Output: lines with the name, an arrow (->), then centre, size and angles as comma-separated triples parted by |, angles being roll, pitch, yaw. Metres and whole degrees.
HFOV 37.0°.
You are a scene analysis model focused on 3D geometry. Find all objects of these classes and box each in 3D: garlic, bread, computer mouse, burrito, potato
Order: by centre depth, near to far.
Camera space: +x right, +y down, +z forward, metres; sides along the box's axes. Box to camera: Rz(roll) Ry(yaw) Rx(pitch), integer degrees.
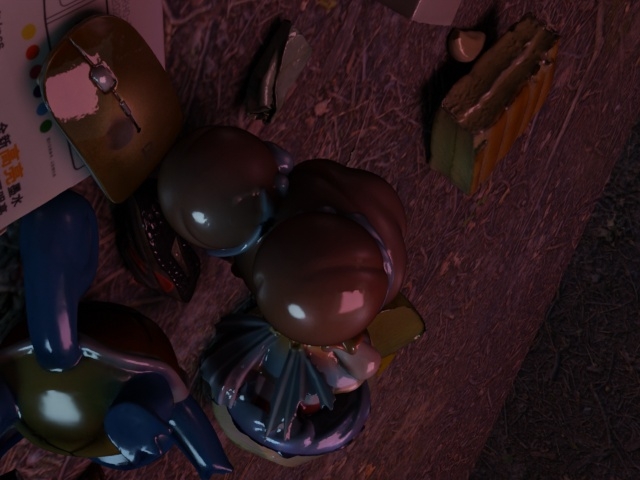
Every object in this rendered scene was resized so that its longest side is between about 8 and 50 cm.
computer mouse -> -0.167, -0.103, 0.796 | 0.102, 0.045, 0.199 | -51, 158, -17
burrito -> -0.052, -0.193, 1.119 | 0.118, 0.044, 0.074 | -59, 159, 0
garlic -> 0.230, -0.308, 1.512 | 0.083, 0.041, 0.053 | -4, 120, -52
bread -> 0.291, -0.230, 1.602 | 0.239, 0.111, 0.246 | -50, 165, -12
potato -> 0.087, 0.133, 1.713 | 0.160, 0.111, 0.271 | -31, 158, 6

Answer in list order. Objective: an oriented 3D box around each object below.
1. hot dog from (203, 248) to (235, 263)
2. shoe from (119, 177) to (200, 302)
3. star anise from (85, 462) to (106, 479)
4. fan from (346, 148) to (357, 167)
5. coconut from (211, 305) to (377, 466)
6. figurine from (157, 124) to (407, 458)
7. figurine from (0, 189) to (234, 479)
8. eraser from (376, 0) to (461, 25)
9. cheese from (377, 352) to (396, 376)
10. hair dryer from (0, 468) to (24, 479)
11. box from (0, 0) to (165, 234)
hot dog -> -0.113, -0.033, 1.187 | 0.131, 0.069, 0.252 | -50, 154, 8
shoe -> -0.192, 0.001, 1.063 | 0.194, 0.077, 0.074 | 77, 27, -54
star anise -> -0.329, 0.447, 1.287 | 0.288, 0.088, 0.288 | -12, 106, -47
fan -> 0.001, 0.000, 1.507 | 0.191, 0.009, 0.329 | -16, 135, -54
coconut -> -0.030, 0.208, 1.452 | 0.259, 0.259, 0.259 | -42, 153, -28
figurine -> -0.032, 0.061, 1.048 | 0.248, 0.276, 0.388 | -30, 147, -36
figurine -> -0.254, 0.153, 1.012 | 0.416, 0.298, 0.243 | 83, 2, -51
eraser -> 0.169, -0.417, 1.206 | 0.124, 0.081, 0.279 | -14, 133, -57
cheese -> 0.083, 0.252, 1.908 | 0.177, 0.069, 0.270 | -16, 136, -55
hair dryer -> -0.409, 0.329, 1.079 | 0.195, 0.075, 0.219 | -26, 164, -12
box -> -0.231, -0.163, 0.765 | 0.221, 0.091, 0.274 | -41, 153, -31
